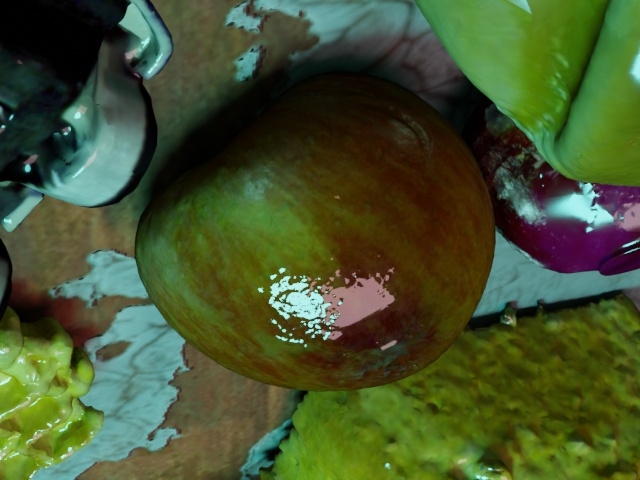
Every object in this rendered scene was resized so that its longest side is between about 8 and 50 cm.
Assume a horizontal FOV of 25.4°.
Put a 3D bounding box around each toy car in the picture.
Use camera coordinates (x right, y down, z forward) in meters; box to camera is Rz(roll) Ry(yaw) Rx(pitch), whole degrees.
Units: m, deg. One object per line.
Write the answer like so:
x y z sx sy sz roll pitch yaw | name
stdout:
-0.185 -0.062 0.558 0.235 0.158 0.172 -41 145 18 | toy car

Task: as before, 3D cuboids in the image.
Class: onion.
0.178 -0.032 0.873 0.173 0.135 0.198 -18 150 -4 | onion

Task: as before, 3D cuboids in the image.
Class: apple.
0.000 0.000 0.799 0.195 0.160 0.173 -38 124 7 | apple

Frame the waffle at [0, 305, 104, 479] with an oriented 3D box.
-0.258 0.104 0.834 0.229 0.057 0.219 -33 147 9 | waffle

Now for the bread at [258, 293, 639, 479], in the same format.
0.143 0.176 1.099 0.340 0.179 0.194 -10 143 -25 | bread

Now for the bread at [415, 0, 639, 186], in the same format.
0.209 -0.142 0.640 0.341 0.210 0.300 8 130 -21 | bread
